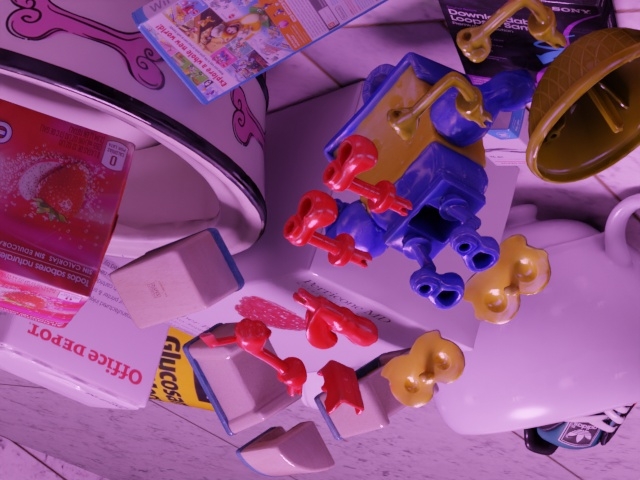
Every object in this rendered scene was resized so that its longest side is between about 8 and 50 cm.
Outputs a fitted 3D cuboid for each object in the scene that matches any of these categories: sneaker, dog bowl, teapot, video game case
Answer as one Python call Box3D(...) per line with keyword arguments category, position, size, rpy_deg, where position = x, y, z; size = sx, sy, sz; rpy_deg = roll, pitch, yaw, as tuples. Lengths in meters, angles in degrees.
Box3D(category="sneaker", position=(0.295, 0.160, 1.929), size=(0.108, 0.121, 0.302), rpy_deg=(17, 162, -9))
Box3D(category="dog bowl", position=(-0.222, -0.126, 1.436), size=(0.408, 0.150, 0.408), rpy_deg=(13, 162, 4))
Box3D(category="teapot", position=(0.203, 0.058, 1.619), size=(0.256, 0.187, 0.252), rpy_deg=(-13, 180, 2))
Box3D(category="video game case", position=(-0.031, -0.162, 1.230), size=(0.166, 0.015, 0.119), rpy_deg=(-29, 152, 6))

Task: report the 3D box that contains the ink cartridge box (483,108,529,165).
Box3D(category="ink cartridge box", position=(0.152, -0.082, 1.463), size=(0.048, 0.028, 0.083), rpy_deg=(1, 158, 37))

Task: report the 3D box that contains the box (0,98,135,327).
Box3D(category="box", position=(-0.275, -0.038, 1.295), size=(0.257, 0.122, 0.128), rpy_deg=(18, 163, -11))

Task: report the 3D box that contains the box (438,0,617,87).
Box3D(category="box", position=(0.149, -0.144, 1.280), size=(0.116, 0.029, 0.162), rpy_deg=(9, 160, 18))

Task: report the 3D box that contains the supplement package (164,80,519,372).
Box3D(category="supplement package", position=(0.000, 0.000, 1.590), size=(0.177, 0.175, 0.293), rpy_deg=(27, 158, -27))

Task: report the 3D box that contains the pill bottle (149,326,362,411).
Box3D(category="pill bottle", position=(-0.119, 0.083, 1.915), size=(0.334, 0.188, 0.188), rpy_deg=(9, 161, 16))

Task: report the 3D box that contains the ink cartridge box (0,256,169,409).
Box3D(category="ink cartridge box", position=(-0.224, 0.024, 1.739), size=(0.172, 0.237, 0.100), rpy_deg=(28, 158, -35))

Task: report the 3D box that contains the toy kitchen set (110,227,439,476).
Box3D(category="toy kitchen set", position=(-0.034, 0.072, 1.460), size=(0.122, 0.166, 0.207), rpy_deg=(-18, 101, 57))

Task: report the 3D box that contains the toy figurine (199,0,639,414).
Box3D(category="toy figurine", position=(0.064, -0.078, 1.267), size=(0.191, 0.217, 0.362), rpy_deg=(22, 123, -30))
